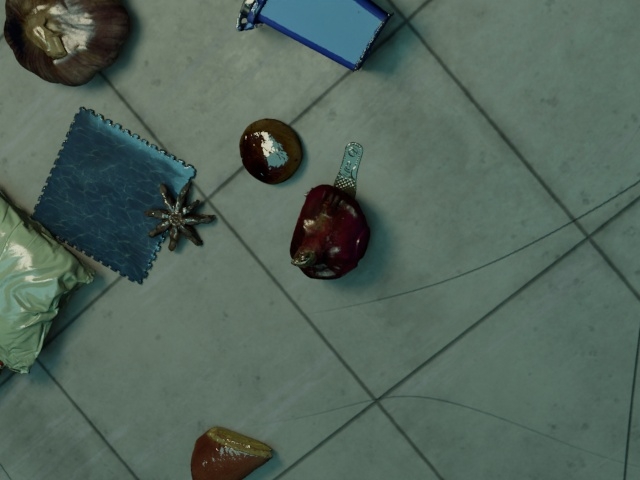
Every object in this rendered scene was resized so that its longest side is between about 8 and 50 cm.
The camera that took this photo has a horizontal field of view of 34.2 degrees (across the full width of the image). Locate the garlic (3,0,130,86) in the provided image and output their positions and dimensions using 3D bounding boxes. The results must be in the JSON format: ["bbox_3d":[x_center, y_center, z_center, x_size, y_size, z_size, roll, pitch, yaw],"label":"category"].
[{"bbox_3d":[-0.477,-0.398,1.897,0.245,0.160,0.245,3,99,22],"label":"garlic"}]

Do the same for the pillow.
[{"bbox_3d":[-0.620,0.080,2.016,0.310,0.138,0.283,38,96,3],"label":"pillow"}]

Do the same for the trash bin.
[{"bbox_3d":[-0.010,-0.393,1.800,0.234,0.162,0.184,32,106,-1],"label":"trash bin"}]

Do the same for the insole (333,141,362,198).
[{"bbox_3d":[0.050,-0.114,1.911,0.045,0.002,0.135,16,103,9],"label":"insole"}]

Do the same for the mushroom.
[{"bbox_3d":[-0.093,-0.163,1.910,0.123,0.052,0.123,1,97,10],"label":"mushroom"}]

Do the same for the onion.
[{"bbox_3d":[0.016,0.003,1.842,0.135,0.198,0.173,12,120,4],"label":"onion"}]

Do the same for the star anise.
[{"bbox_3d":[-0.272,-0.040,1.968,0.141,0.042,0.141,2,103,7],"label":"star anise"}]

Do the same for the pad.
[{"bbox_3d":[-0.404,-0.086,2.013,0.269,0.012,0.269,28,104,7],"label":"pad"}]

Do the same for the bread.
[{"bbox_3d":[-0.197,0.430,2.028,0.192,0.067,0.119,-41,89,16],"label":"bread"}]

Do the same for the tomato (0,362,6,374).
[{"bbox_3d":[-0.694,0.227,2.094,0.139,0.091,0.159,40,75,-4],"label":"tomato"}]
